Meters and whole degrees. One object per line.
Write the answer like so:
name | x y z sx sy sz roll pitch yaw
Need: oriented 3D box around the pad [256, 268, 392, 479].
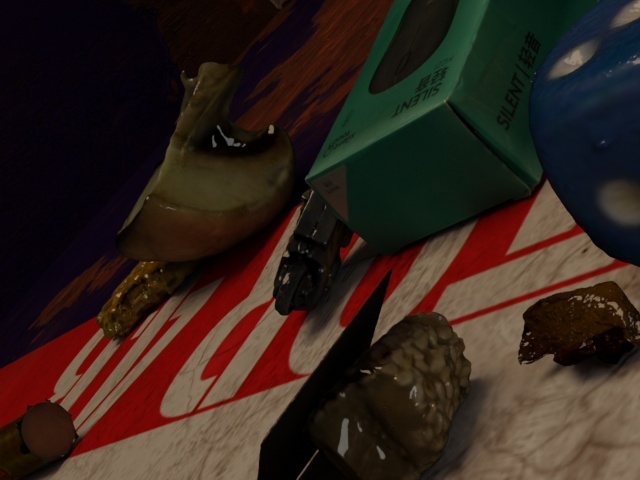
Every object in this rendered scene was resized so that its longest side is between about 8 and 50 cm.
pad | -0.003 0.115 0.747 0.143 0.003 0.211 -52 -14 -28

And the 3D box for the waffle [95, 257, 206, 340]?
waffle | -0.231 0.038 1.692 0.291 0.051 0.291 -42 13 12

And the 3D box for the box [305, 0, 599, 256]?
box | 0.131 -0.159 1.050 0.205 0.118 0.311 -28 31 51

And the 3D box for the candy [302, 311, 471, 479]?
candy | 0.047 0.100 0.714 0.095 0.085 0.110 -38 7 31

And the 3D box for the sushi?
sushi | 0.152 0.050 0.645 0.050 0.047 0.099 -12 -7 -22

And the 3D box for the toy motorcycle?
toy motorcycle | 0.000 0.000 1.106 0.124 0.061 0.193 93 -160 -65

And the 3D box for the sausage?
sausage | -0.442 0.298 1.484 0.371 0.082 0.082 -31 19 43

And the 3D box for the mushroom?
mushroom | -0.158 -0.075 1.565 0.217 0.212 0.292 122 157 -50

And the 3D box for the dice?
dice | 0.212 -0.073 0.631 0.146 0.143 0.146 -22 25 47
